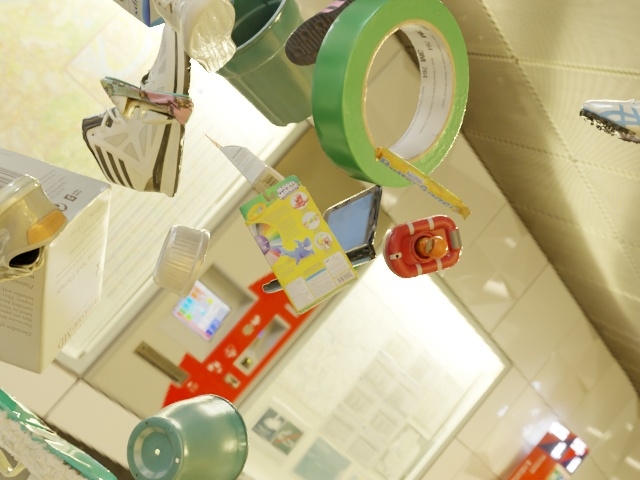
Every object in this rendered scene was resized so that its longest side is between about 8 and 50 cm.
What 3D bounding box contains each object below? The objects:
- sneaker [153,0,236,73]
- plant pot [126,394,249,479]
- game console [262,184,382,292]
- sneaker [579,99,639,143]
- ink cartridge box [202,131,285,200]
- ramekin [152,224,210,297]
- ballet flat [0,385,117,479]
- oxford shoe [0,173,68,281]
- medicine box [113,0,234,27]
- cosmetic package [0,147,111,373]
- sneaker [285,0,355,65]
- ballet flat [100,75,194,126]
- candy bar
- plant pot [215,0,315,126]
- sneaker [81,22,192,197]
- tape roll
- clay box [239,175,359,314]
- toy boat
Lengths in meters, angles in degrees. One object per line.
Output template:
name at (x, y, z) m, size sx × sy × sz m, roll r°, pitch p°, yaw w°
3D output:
sneaker at (-0.235, -0.403, 1.240) m, size 0.169 × 0.108 × 0.292 m, roll 50°, pitch -6°, yaw -2°
plant pot at (-0.375, 0.559, 1.931) m, size 0.271 × 0.272 × 0.255 m, roll 38°, pitch 8°, yaw 26°
game console at (0.000, 0.000, 1.721) m, size 0.293 × 0.250 × 0.174 m, roll -25°, pitch -99°, yaw 59°
sneaker at (0.506, -0.181, 1.049) m, size 0.237 × 0.086 × 0.085 m, roll 14°, pitch 4°, yaw 17°
ink cartridge box at (-0.141, -0.163, 1.594) m, size 0.232 × 0.066 × 0.189 m, roll 52°, pitch 9°, yaw 36°
ramekin at (-0.406, 0.052, 2.062) m, size 0.109 × 0.207 × 0.207 m, roll 21°, pitch -1°, yaw -17°
ballet flat at (-0.604, 0.461, 1.518) m, size 0.408 × 0.147 × 0.147 m, roll 28°, pitch -12°, yaw 24°
oxford shoe at (-0.598, 0.022, 1.358) m, size 0.130 × 0.169 × 0.449 m, roll 47°, pitch -40°, yaw -11°
medicine box at (-0.414, -0.708, 1.875) m, size 0.289 × 0.263 × 0.149 m, roll 40°, pitch -37°, yaw 32°
cosmetic package at (-0.749, 0.042, 1.767) m, size 0.327 × 0.394 × 0.329 m, roll 18°, pitch 32°, yaw 2°
sneaker at (0.054, -0.540, 1.772) m, size 0.112 × 0.319 × 0.131 m, roll 56°, pitch 7°, yaw -10°
ballet flat at (-0.378, -0.290, 1.518) m, size 0.221 × 0.079 × 0.077 m, roll 15°, pitch -7°, yaw 9°
candy bar at (0.142, -0.082, 1.000) m, size 0.161 × 0.018 × 0.040 m, roll 36°, pitch -11°, yaw 10°
plant pot at (-0.143, -0.532, 2.077) m, size 0.341 × 0.341 × 0.334 m, roll 34°, pitch -9°, yaw 47°
sneaker at (-0.461, -0.332, 1.777) m, size 0.257 × 0.448 × 0.169 m, roll 7°, pitch 19°, yaw -11°
tape roll at (0.126, -0.252, 1.210) m, size 0.077 × 0.321 × 0.321 m, roll 20°, pitch -21°, yaw 43°
clay box at (-0.040, 0.005, 1.285) m, size 0.222 × 0.127 × 0.053 m, roll 60°, pitch 1°, yaw 13°
toy boat at (0.282, 0.018, 1.884) m, size 0.151 × 0.231 × 0.151 m, roll 180°, pitch -104°, yaw -72°
